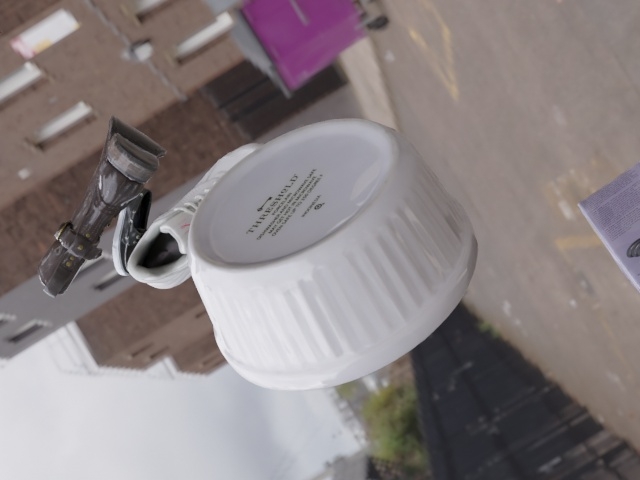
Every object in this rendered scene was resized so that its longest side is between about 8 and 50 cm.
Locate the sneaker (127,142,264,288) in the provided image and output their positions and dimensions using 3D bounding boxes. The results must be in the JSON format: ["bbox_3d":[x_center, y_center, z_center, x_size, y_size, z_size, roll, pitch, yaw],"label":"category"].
[{"bbox_3d":[-0.139,-0.023,1.439,0.090,0.232,0.115,44,-172,3],"label":"sneaker"}]

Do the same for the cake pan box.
[{"bbox_3d":[0.446,-0.048,1.357,0.070,0.267,0.246,50,-170,-26],"label":"cake pan box"}]

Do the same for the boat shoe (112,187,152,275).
[{"bbox_3d":[-0.289,-0.015,1.860,0.049,0.040,0.142,5,-89,-59],"label":"boat shoe"}]

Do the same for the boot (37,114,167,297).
[{"bbox_3d":[-0.310,-0.045,1.638,0.091,0.229,0.263,33,-171,-11],"label":"boot"}]

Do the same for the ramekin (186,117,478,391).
[{"bbox_3d":[0.000,0.000,1.116,0.127,0.273,0.273,60,-179,-33],"label":"ramekin"}]
